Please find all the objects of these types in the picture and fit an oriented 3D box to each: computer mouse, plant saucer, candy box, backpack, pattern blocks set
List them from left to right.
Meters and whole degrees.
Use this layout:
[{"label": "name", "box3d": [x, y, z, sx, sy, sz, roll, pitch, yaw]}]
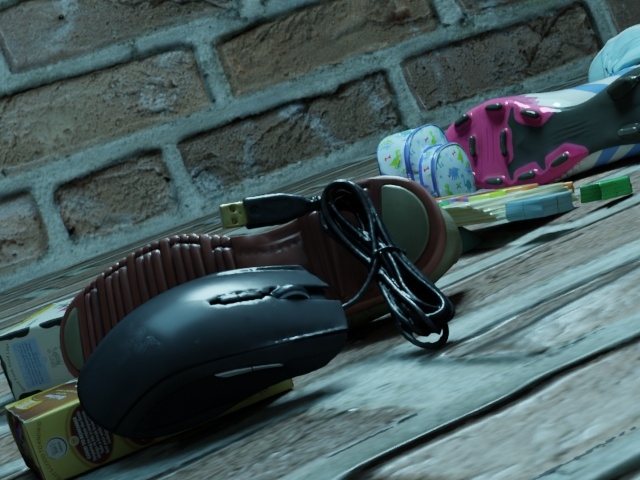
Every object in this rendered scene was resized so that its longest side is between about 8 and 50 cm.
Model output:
[{"label": "candy box", "box3d": [-0.186, 0.079, 1.507, 0.233, 0.071, 0.159, -18, 6, 15]}, {"label": "candy box", "box3d": [-0.124, 0.111, 1.078, 0.186, 0.053, 0.109, -22, 7, -18]}, {"label": "computer mouse", "box3d": [-0.054, 0.028, 1.042, 0.262, 0.060, 0.184, -17, 45, -14]}, {"label": "plant saucer", "box3d": [0.099, 0.009, 1.481, 0.119, 0.021, 0.119, -19, 5, 2]}, {"label": "backpack", "box3d": [0.123, -0.075, 1.737, 0.084, 0.114, 0.105, -15, 6, 37]}, {"label": "pattern blocks set", "box3d": [0.143, -0.032, 1.500, 0.324, 0.026, 0.285, -8, 4, 37]}]

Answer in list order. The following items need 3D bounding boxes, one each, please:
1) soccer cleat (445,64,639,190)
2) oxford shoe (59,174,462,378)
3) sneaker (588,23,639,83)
[{"label": "soccer cleat", "box3d": [0.305, -0.124, 1.750, 0.331, 0.116, 0.143, -13, -8, 35]}, {"label": "oxford shoe", "box3d": [-0.045, 0.053, 1.234, 0.348, 0.123, 0.130, -16, -17, 19]}, {"label": "sneaker", "box3d": [0.441, -0.230, 2.092, 0.150, 0.135, 0.366, -18, 4, -18]}]
